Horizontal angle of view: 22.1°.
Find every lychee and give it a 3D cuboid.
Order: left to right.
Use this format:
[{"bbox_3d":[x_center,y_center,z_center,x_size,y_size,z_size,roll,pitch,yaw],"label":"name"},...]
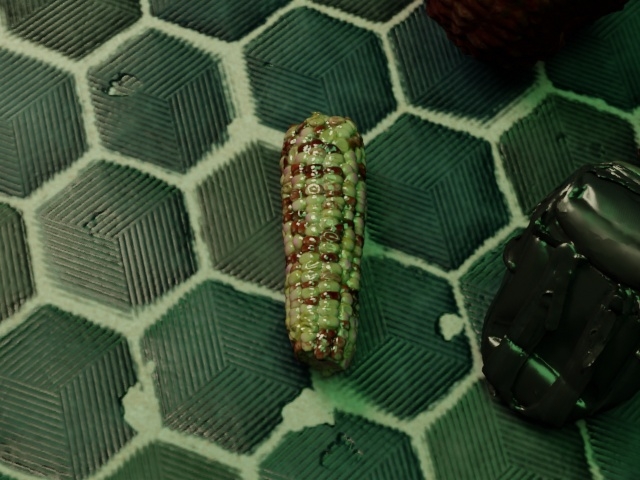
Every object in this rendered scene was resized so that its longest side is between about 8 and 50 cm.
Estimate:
[{"bbox_3d":[0.203,-0.323,1.737,0.271,0.271,0.271,3,63,-6],"label":"lychee"}]

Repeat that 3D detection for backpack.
[{"bbox_3d":[0.258,0.064,1.579,0.206,0.258,0.133,38,26,21],"label":"backpack"}]

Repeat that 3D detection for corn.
[{"bbox_3d":[0.000,0.000,1.639,0.092,0.092,0.280,5,65,-5],"label":"corn"}]

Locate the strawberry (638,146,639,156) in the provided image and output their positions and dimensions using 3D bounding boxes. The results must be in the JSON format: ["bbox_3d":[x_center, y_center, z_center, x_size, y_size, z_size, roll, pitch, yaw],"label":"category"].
[{"bbox_3d":[0.467,-0.100,1.647,0.257,0.257,0.277,44,90,14],"label":"strawberry"}]
